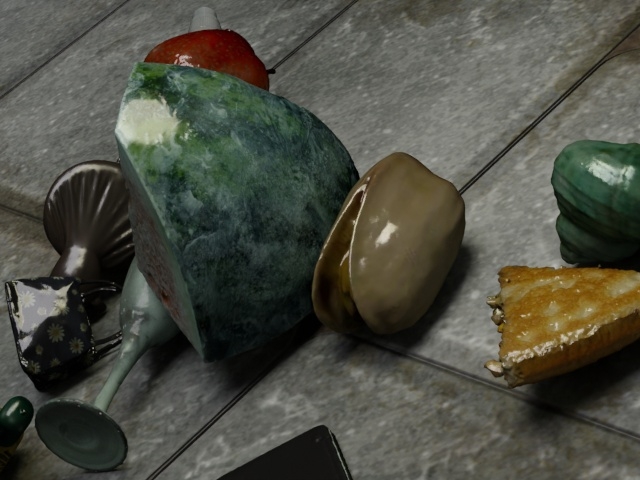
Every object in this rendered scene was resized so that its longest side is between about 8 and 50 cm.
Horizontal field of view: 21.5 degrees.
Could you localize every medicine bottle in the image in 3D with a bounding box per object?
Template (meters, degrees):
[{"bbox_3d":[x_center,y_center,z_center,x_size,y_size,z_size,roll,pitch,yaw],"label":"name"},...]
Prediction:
[{"bbox_3d":[-0.167,-0.249,2.300,0.092,0.061,0.220,-40,26,18],"label":"medicine bottle"}]

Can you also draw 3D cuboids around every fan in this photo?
[{"bbox_3d":[-0.319,0.198,1.680,0.082,0.039,0.155,-60,8,-35],"label":"fan"}]

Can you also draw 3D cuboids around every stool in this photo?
[{"bbox_3d":[-0.264,0.001,1.935,0.121,0.125,0.217,140,147,-75],"label":"stool"}]

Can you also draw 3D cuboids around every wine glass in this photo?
[{"bbox_3d":[-0.106,0.111,1.724,0.264,0.096,0.309,11,41,14],"label":"wine glass"}]

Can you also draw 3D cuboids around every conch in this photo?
[{"bbox_3d":[0.300,-0.051,1.560,0.188,0.121,0.176,-16,11,15],"label":"conch"}]

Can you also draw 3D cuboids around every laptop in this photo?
[{"bbox_3d":[-0.067,0.248,1.484,0.207,0.026,0.154,-27,31,1],"label":"laptop"}]

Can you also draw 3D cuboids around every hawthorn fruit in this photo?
[{"bbox_3d":[-0.131,-0.190,2.102,0.194,0.157,0.157,-25,25,-34],"label":"hawthorn fruit"}]

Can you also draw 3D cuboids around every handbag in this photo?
[{"bbox_3d":[-0.262,0.090,1.827,0.139,0.072,0.115,-13,66,-7],"label":"handbag"}]

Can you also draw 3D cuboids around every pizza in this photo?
[{"bbox_3d":[0.212,0.069,1.509,0.188,0.062,0.199,-21,22,-13],"label":"pizza"}]

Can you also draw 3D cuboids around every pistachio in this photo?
[{"bbox_3d":[0.065,0.006,1.651,0.130,0.131,0.206,-11,37,41],"label":"pistachio"}]

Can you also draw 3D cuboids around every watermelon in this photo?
[{"bbox_3d":[-0.101,-0.007,1.718,0.214,0.320,0.289,-17,63,45],"label":"watermelon"}]
